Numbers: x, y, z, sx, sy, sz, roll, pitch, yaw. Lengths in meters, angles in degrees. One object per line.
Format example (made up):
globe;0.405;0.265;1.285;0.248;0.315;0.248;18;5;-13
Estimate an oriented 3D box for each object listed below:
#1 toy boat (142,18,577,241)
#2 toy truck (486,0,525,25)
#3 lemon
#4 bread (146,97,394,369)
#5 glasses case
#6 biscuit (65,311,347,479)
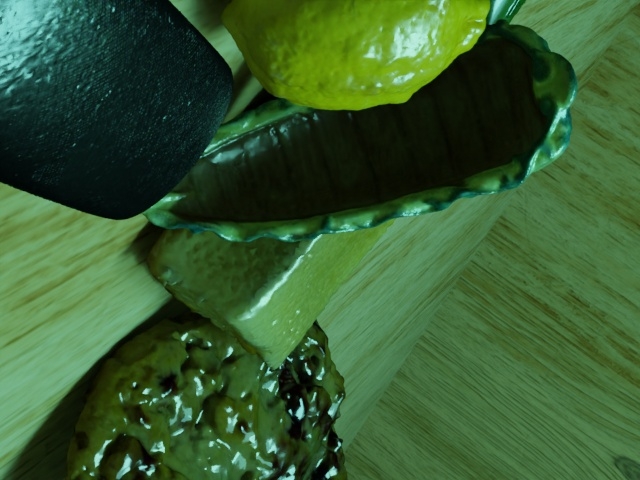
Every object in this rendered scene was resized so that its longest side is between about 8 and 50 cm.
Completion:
toy boat;0.014;-0.056;0.728;0.293;0.108;0.099;-16;172;2
toy truck;0.116;-0.246;0.718;0.242;0.125;0.101;-60;166;26
lemon;0.021;-0.130;0.650;0.155;0.114;0.114;-8;156;-9
bread;-0.002;-0.047;0.872;0.274;0.114;0.185;-53;165;-9
glasses case;-0.103;-0.068;0.505;0.103;0.067;0.267;-55;168;0
biscuit;-0.075;0.193;0.972;0.334;0.081;0.289;-33;118;-48
